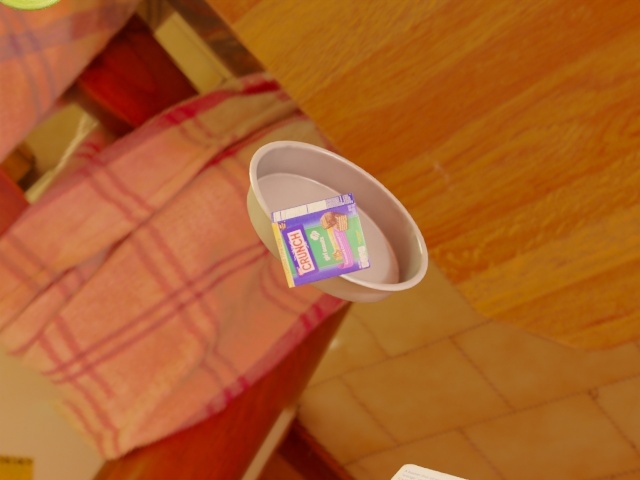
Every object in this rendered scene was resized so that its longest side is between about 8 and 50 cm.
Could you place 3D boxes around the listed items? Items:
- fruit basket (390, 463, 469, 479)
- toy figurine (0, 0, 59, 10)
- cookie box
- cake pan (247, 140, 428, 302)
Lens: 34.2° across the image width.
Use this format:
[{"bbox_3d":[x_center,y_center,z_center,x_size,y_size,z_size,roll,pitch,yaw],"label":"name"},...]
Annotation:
[{"bbox_3d":[0.117,0.354,0.938,0.327,0.353,0.166,4,117,40],"label":"fruit basket"},{"bbox_3d":[-0.242,-0.280,0.756,0.173,0.130,0.159,60,161,13],"label":"toy figurine"},{"bbox_3d":[0.000,0.000,1.295,0.107,0.040,0.092,-14,112,2],"label":"cookie box"},{"bbox_3d":[0.017,-0.024,1.470,0.293,0.293,0.054,36,121,-2],"label":"cake pan"}]
